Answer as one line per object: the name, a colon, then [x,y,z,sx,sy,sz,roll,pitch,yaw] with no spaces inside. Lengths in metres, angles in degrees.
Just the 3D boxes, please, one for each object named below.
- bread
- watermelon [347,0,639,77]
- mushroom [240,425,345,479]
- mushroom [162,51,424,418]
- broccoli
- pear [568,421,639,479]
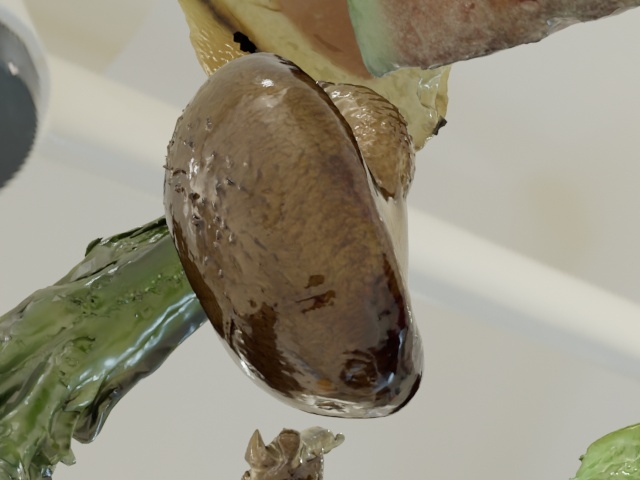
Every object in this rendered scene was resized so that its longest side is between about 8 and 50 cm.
bread: [0.019,-0.169,1.313,0.183,0.211,0.224,-41,-37,-20]
watermelon: [0.180,-0.220,0.794,0.250,0.292,0.283,-44,-41,-38]
mushroom: [-0.016,0.165,1.230,0.060,0.187,0.061,10,-83,10]
mushroom: [0.000,0.000,0.500,0.087,0.127,0.127,-27,-44,-1]
broccoli: [-0.129,0.060,0.692,0.274,0.198,0.177,-21,-65,-2]
pear: [0.256,0.254,1.136,0.286,0.282,0.176,-35,-81,-19]
